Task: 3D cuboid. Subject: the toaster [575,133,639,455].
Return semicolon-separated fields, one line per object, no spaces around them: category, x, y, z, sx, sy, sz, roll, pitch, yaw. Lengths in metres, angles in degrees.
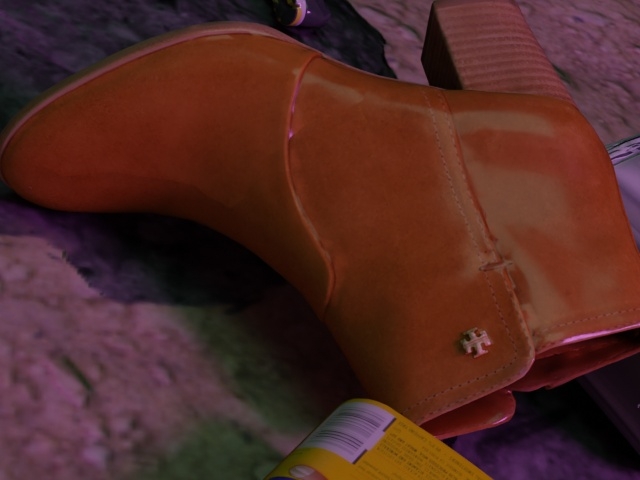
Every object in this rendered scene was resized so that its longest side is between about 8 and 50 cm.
toaster;0.204;0.024;0.727;0.227;0.129;0.146;-18;51;-33

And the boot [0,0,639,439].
boot;0.001;0.000;0.640;0.295;0.104;0.211;-14;62;-4

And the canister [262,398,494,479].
canister;0.007;0.148;0.527;0.126;0.073;0.170;35;39;14

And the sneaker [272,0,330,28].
sneaker;-0.017;-0.170;0.914;0.035;0.031;0.083;15;42;-32
